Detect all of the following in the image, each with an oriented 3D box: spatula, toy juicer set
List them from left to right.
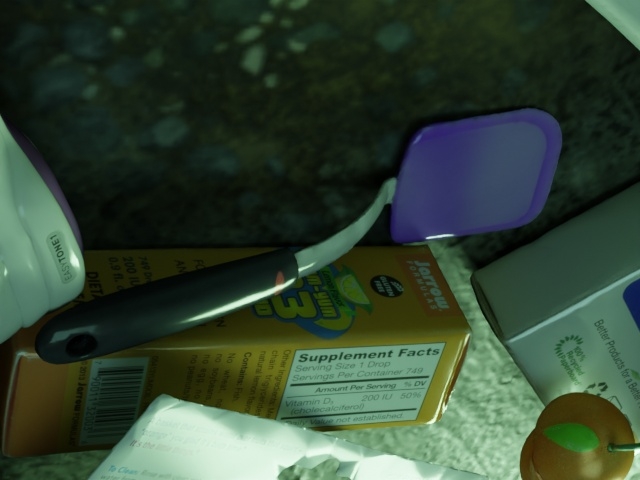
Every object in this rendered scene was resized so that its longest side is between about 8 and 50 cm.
[{"bbox_3d":[0.000,0.000,0.644,0.296,0.030,0.084,-22,140,-31],"label":"spatula"},{"bbox_3d":[0.227,0.173,0.818,0.209,0.089,0.329,-29,141,6],"label":"toy juicer set"}]

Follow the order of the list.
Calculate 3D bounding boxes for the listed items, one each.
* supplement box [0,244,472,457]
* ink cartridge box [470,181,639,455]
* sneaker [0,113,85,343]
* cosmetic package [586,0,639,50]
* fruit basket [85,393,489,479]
[{"bbox_3d":[-0.046,0.051,0.678,0.233,0.078,0.080,0,130,-23],"label":"supplement box"},{"bbox_3d":[0.284,-0.004,0.768,0.371,0.069,0.175,-28,137,9],"label":"ink cartridge box"},{"bbox_3d":[-0.189,-0.039,0.474,0.152,0.114,0.305,-40,140,-19],"label":"sneaker"},{"bbox_3d":[0.178,-0.133,0.477,0.161,0.230,0.453,-43,134,20],"label":"cosmetic package"},{"bbox_3d":[-0.102,0.226,0.741,0.353,0.165,0.327,-53,144,10],"label":"fruit basket"}]
